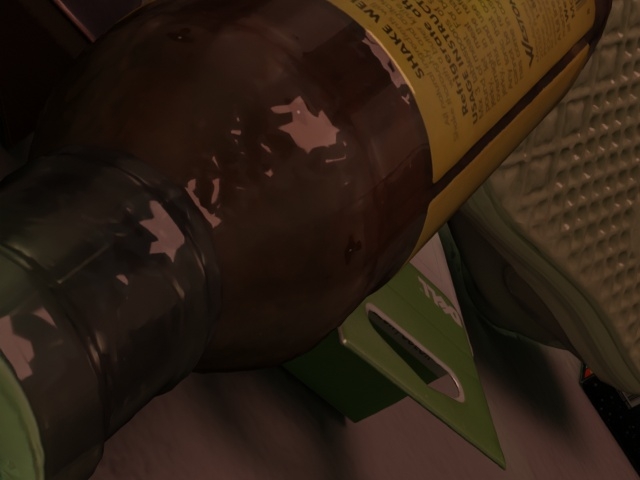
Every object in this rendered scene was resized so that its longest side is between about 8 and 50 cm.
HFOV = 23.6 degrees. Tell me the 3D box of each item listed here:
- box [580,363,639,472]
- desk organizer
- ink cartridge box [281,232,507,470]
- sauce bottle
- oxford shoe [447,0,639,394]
[{"bbox_3d":[0.265,0.155,1.075,0.233,0.044,0.159,56,19,-7],"label":"box"},{"bbox_3d":[-0.094,-0.090,0.530,0.047,0.050,0.130,48,22,-27],"label":"desk organizer"},{"bbox_3d":[0.000,0.000,0.610,0.109,0.062,0.209,42,25,-40],"label":"ink cartridge box"},{"bbox_3d":[-0.011,-0.034,0.460,0.111,0.111,0.344,57,36,-6],"label":"sauce bottle"},{"bbox_3d":[0.103,-0.065,0.782,0.130,0.169,0.449,25,-19,37],"label":"oxford shoe"}]
